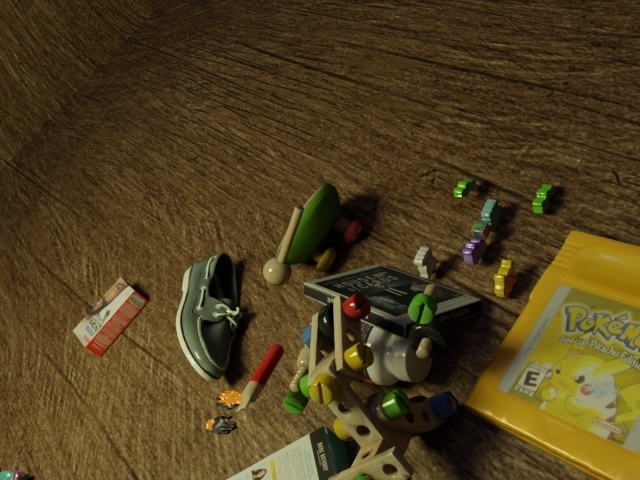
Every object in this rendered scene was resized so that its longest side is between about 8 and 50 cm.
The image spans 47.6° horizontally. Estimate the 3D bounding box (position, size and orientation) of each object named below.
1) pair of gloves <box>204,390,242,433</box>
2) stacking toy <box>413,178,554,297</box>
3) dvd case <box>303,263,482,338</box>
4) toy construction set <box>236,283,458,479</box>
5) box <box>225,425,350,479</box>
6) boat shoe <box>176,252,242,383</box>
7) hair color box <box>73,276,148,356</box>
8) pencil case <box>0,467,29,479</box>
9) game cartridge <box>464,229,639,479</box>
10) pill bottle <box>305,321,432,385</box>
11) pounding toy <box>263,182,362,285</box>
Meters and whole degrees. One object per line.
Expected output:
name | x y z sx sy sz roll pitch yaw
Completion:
pair of gloves | -0.175 0.314 1.331 0.074 0.010 0.083 -6 52 36
stacking toy | 0.277 -0.013 1.219 0.166 0.052 0.221 11 58 39
dvd case | 0.114 0.093 1.185 0.179 0.030 0.238 -12 21 -38
toy construction set | 0.022 0.233 0.997 0.308 0.258 0.237 -6 29 28
box | -0.068 0.394 1.128 0.244 0.060 0.101 -32 41 13
boat shoe | -0.211 0.140 1.439 0.099 0.116 0.319 -35 34 15
hair color box | -0.489 0.176 1.686 0.167 0.053 0.093 -50 39 -10
pencil case | -0.644 0.544 1.472 0.070 0.064 0.152 -46 32 38
game cartridge | 0.388 0.149 0.977 0.285 0.053 0.324 20 70 47
pill bottle | 0.079 0.175 1.167 0.193 0.108 0.108 2 56 41
pounding toy | 0.000 0.000 1.381 0.183 0.110 0.237 -60 -7 25
